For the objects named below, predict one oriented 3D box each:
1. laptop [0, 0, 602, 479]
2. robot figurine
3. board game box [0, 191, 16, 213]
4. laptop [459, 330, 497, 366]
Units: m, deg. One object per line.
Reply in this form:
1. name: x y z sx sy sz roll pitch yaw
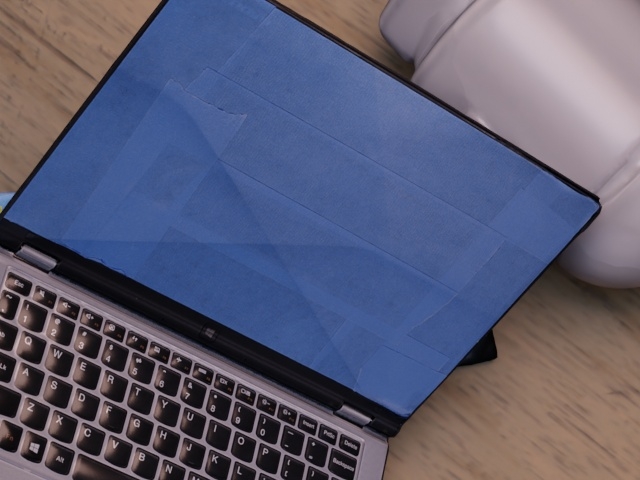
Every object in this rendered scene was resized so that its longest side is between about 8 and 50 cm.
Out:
1. laptop: -0.043 0.096 1.335 0.382 0.236 0.408 28 59 -27
2. robot figurine: 0.212 -0.104 1.545 0.353 0.200 0.300 47 56 8
3. board game box: -0.292 0.115 1.501 0.308 0.086 0.302 -1 86 -13
4. laptop: 0.000 0.000 1.552 0.264 0.136 0.234 -10 80 -3
